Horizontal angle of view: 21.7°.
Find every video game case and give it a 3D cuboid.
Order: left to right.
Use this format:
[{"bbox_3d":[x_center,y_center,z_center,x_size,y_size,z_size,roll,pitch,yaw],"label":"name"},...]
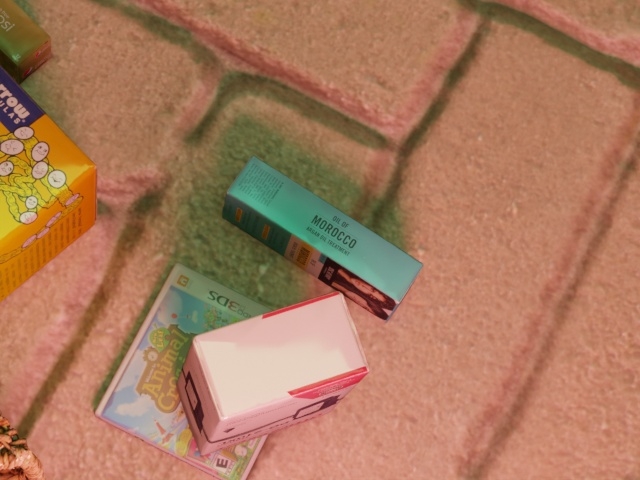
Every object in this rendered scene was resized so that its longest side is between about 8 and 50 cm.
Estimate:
[{"bbox_3d":[-0.134,0.158,1.984,0.193,0.023,0.212,27,71,1],"label":"video game case"}]

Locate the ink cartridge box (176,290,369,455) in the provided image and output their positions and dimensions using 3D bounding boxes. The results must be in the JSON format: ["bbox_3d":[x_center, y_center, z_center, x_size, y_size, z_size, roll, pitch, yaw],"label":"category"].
[{"bbox_3d":[-0.059,0.151,1.860,0.172,0.237,0.100,-17,77,-14],"label":"ink cartridge box"}]

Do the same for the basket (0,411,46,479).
[{"bbox_3d":[-0.437,0.240,1.768,0.213,0.299,0.223,-39,81,-17],"label":"basket"}]

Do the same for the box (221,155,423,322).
[{"bbox_3d":[0.000,0.000,2.015,0.244,0.100,0.060,33,72,4],"label":"box"}]

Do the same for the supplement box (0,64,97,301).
[{"bbox_3d":[-0.449,-0.010,1.904,0.356,0.195,0.194,-42,82,-18],"label":"supplement box"}]

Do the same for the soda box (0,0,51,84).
[{"bbox_3d":[-0.414,-0.281,2.068,0.181,0.061,0.058,43,71,7],"label":"soda box"}]
